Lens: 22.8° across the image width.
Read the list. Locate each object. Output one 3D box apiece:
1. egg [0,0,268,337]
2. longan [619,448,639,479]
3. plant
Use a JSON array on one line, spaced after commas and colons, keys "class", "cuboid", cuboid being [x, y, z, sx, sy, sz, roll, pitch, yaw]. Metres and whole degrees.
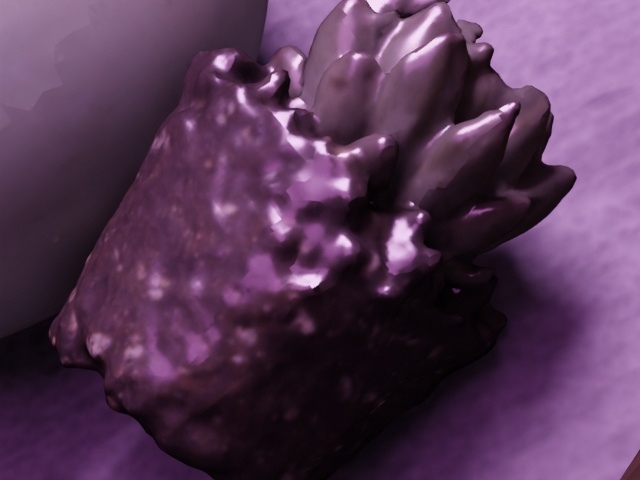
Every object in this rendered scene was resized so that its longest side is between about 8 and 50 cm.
[{"class": "egg", "cuboid": [-0.135, -0.082, 0.663, 0.203, 0.203, 0.282, 25, 72, 34]}, {"class": "longan", "cuboid": [0.210, 0.155, 0.283, 0.405, 0.404, 0.336, 4, 26, 26]}, {"class": "plant", "cuboid": [0.000, 0.000, 0.601, 0.194, 0.132, 0.129, -48, 57, -2]}]
